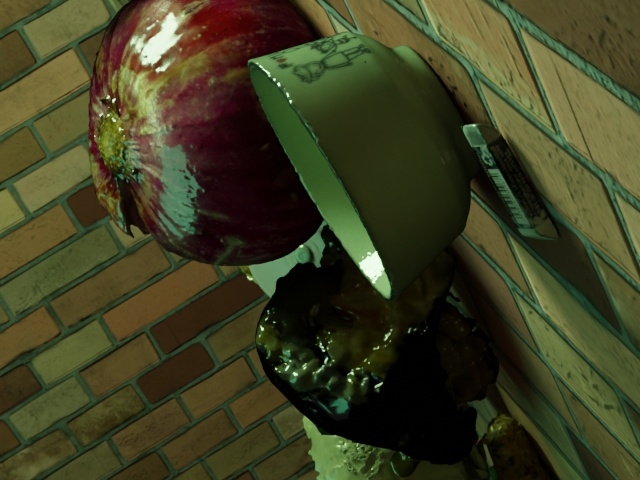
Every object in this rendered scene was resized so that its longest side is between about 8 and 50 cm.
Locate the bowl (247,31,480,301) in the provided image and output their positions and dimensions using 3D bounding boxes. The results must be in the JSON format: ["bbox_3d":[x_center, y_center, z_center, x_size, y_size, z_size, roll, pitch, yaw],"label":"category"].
[{"bbox_3d":[0.043,-0.071,1.388,0.211,0.112,0.211,57,175,8],"label":"bowl"}]

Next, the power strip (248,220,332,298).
[{"bbox_3d":[0.000,0.000,1.952,0.154,0.154,0.078,59,-144,-5],"label":"power strip"}]

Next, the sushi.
[{"bbox_3d":[0.063,0.106,1.767,0.213,0.200,0.204,30,162,25],"label":"sushi"}]

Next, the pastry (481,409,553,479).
[{"bbox_3d":[0.210,0.247,1.943,0.140,0.056,0.080,59,-178,-5],"label":"pastry"}]

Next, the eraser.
[{"bbox_3d":[0.130,-0.040,1.268,0.099,0.019,0.027,60,161,-13],"label":"eraser"}]

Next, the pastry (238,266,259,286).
[{"bbox_3d":[-0.032,-0.033,2.091,0.182,0.093,0.192,52,137,31],"label":"pastry"}]

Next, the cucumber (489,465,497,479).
[{"bbox_3d":[0.226,0.295,2.134,0.048,0.048,0.105,62,172,-31],"label":"cucumber"}]

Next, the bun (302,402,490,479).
[{"bbox_3d":[0.091,0.221,1.936,0.259,0.152,0.259,-17,-90,-74],"label":"bun"}]

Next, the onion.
[{"bbox_3d":[-0.082,-0.114,1.734,0.230,0.272,0.256,28,147,54],"label":"onion"}]
